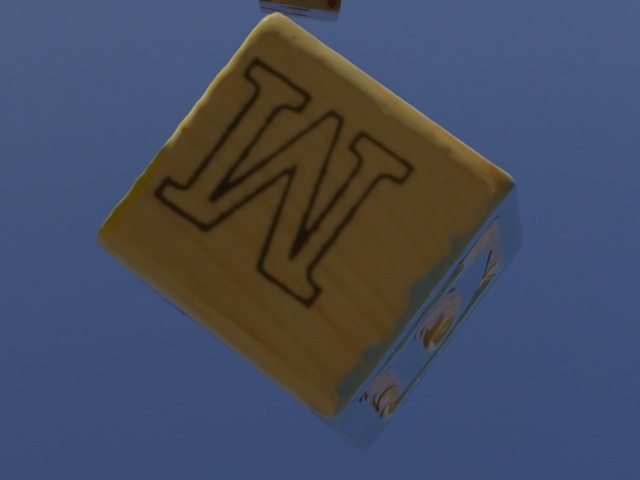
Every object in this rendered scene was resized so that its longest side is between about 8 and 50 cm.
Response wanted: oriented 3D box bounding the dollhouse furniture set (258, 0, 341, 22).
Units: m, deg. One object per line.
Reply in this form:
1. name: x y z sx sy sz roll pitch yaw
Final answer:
1. dollhouse furniture set: 0.050 -0.238 1.480 0.183 0.129 0.129 8 -87 -1

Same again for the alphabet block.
1. alphabet block: 0.000 0.000 1.223 0.197 0.192 0.193 37 -97 13
